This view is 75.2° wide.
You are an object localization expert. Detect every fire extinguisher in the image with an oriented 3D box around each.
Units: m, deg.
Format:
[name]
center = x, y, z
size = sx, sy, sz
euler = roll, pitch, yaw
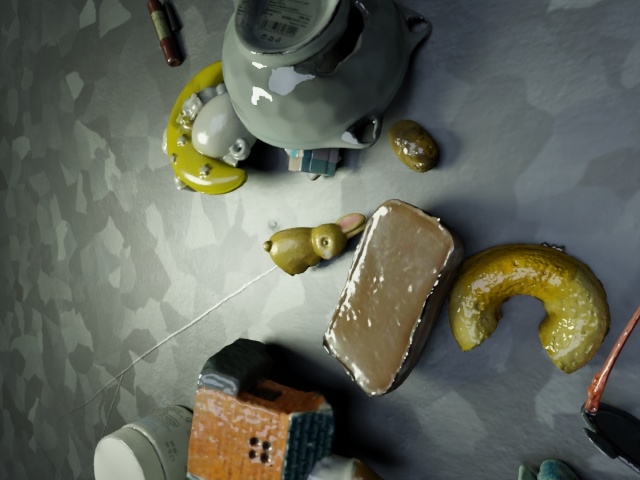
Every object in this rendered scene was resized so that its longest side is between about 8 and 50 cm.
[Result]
[fire extinguisher]
center = -0.313, -0.436, 0.837
size = 0.048, 0.035, 0.173
euler = -26, 82, 35

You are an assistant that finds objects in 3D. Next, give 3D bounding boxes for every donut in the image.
[donut]
center = 0.233, 0.074, 0.484
size = 0.181, 0.078, 0.146
euler = 11, 101, 31

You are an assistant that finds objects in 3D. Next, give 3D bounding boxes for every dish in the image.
[dish]
center = -0.021, -0.268, 0.551
size = 0.302, 0.120, 0.304
euler = -5, 73, 18

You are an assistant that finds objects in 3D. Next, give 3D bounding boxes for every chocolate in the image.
[chocolate]
center = 0.105, 0.077, 0.559
size = 0.161, 0.083, 0.262
euler = 46, 121, 49

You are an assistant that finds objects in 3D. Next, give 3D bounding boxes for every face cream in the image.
[face cream]
center = -0.329, 0.439, 0.824
size = 0.177, 0.152, 0.178
euler = 3, 96, 34

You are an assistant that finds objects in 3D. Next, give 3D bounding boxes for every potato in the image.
[potato]
center = 0.125, -0.128, 0.563
size = 0.051, 0.040, 0.083
euler = -46, 70, 21

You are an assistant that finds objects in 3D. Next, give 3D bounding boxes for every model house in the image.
[model house]
center = -0.040, 0.322, 0.641
size = 0.300, 0.190, 0.272
euler = 9, 94, 17

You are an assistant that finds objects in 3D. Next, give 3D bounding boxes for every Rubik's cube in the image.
[Rubik's cube]
center = -0.012, -0.132, 0.636
size = 0.073, 0.084, 0.075
euler = 20, 88, 58

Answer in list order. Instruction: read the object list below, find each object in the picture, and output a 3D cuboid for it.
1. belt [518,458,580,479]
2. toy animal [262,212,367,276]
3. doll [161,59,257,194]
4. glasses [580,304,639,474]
[belt]
center = 0.340, 0.367, 0.430
size = 0.302, 0.072, 0.087
euler = 40, 110, 25
[toy animal]
center = -0.002, 0.000, 0.631
size = 0.159, 0.083, 0.070
euler = -17, 60, 25
[doll]
center = -0.169, -0.187, 0.709
size = 0.252, 0.111, 0.237
euler = -46, 57, 12
[glasses]
center = 0.392, 0.119, 0.358
size = 0.234, 0.118, 0.269
euler = 22, 104, 32
